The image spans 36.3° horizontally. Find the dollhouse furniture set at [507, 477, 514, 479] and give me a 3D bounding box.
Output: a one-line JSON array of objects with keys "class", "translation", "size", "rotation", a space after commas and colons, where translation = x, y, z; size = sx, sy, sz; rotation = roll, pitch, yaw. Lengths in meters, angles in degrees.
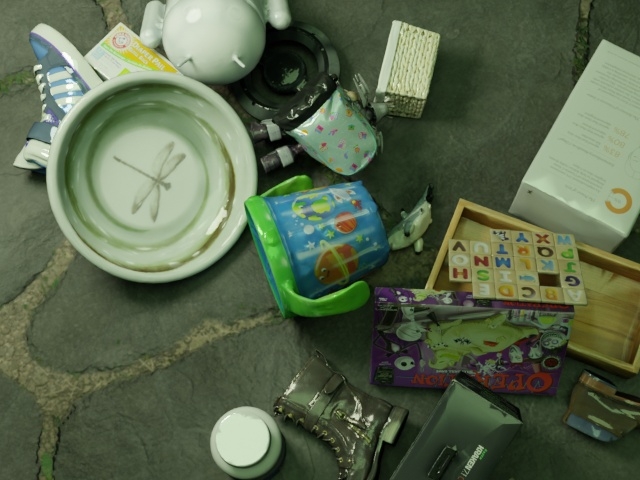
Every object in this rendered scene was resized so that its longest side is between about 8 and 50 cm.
[{"class": "dollhouse furniture set", "translation": [0.290, 0.577, 1.680], "size": [0.242, 0.161, 0.212], "rotation": [-28, 72, -30]}]

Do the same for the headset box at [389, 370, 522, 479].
[{"class": "headset box", "translation": [0.217, 0.359, 1.623], "size": [0.131, 0.283, 0.246], "rotation": [32, 92, 11]}]

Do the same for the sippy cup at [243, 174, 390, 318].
[{"class": "sippy cup", "translation": [0.000, 0.000, 1.800], "size": [0.224, 0.240, 0.305], "rotation": [-20, 78, -7]}]

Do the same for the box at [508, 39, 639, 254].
[{"class": "box", "translation": [0.544, -0.171, 1.875], "size": [0.215, 0.168, 0.345], "rotation": [29, 75, 10]}]

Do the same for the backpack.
[{"class": "backpack", "translation": [0.020, -0.204, 1.820], "size": [0.152, 0.115, 0.182], "rotation": [-41, 113, 9]}]

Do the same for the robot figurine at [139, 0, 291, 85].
[{"class": "robot figurine", "translation": [-0.207, -0.444, 1.931], "size": [0.300, 0.199, 0.353], "rotation": [-9, 44, 7]}]

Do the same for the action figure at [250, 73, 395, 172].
[{"class": "action figure", "translation": [0.008, -0.227, 1.922], "size": [0.285, 0.099, 0.185], "rotation": [-16, 98, 8]}]

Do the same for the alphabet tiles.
[{"class": "alphabet tiles", "translation": [0.350, 0.043, 1.762], "size": [0.237, 0.009, 0.198], "rotation": [4, 38, 3]}]

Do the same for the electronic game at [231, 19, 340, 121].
[{"class": "electronic game", "translation": [-0.073, -0.346, 2.011], "size": [0.229, 0.048, 0.229], "rotation": [-1, 78, 7]}]

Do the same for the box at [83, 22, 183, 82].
[{"class": "box", "translation": [-0.364, -0.327, 1.984], "size": [0.203, 0.103, 0.114], "rotation": [39, 77, 13]}]

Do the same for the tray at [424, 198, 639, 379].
[{"class": "tray", "translation": [0.420, 0.091, 1.844], "size": [0.411, 0.076, 0.202], "rotation": [21, 73, 7]}]

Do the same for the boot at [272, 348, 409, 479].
[{"class": "boot", "translation": [0.013, 0.355, 1.771], "size": [0.229, 0.091, 0.263], "rotation": [25, 69, 14]}]

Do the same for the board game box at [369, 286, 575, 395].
[{"class": "board game box", "translation": [0.265, 0.184, 1.756], "size": [0.347, 0.208, 0.056], "rotation": [2, 41, 3]}]

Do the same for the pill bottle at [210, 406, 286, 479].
[{"class": "pill bottle", "translation": [-0.126, 0.355, 1.694], "size": [0.124, 0.221, 0.124], "rotation": [-1, 72, 2]}]

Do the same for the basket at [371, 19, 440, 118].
[{"class": "basket", "translation": [0.173, -0.340, 1.971], "size": [0.103, 0.113, 0.167], "rotation": [14, 73, 2]}]

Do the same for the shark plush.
[{"class": "shark plush", "translation": [0.177, -0.050, 1.908], "size": [0.067, 0.073, 0.161], "rotation": [14, 75, 38]}]

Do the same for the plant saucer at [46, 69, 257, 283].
[{"class": "plant saucer", "translation": [-0.324, -0.121, 1.868], "size": [0.401, 0.100, 0.400], "rotation": [-2, 95, -23]}]

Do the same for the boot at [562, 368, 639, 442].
[{"class": "boot", "translation": [0.550, 0.330, 1.775], "size": [0.219, 0.082, 0.106], "rotation": [30, 97, 6]}]

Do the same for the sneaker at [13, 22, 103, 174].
[{"class": "sneaker", "translation": [-0.543, -0.254, 1.946], "size": [0.236, 0.130, 0.322], "rotation": [-40, 84, -13]}]
